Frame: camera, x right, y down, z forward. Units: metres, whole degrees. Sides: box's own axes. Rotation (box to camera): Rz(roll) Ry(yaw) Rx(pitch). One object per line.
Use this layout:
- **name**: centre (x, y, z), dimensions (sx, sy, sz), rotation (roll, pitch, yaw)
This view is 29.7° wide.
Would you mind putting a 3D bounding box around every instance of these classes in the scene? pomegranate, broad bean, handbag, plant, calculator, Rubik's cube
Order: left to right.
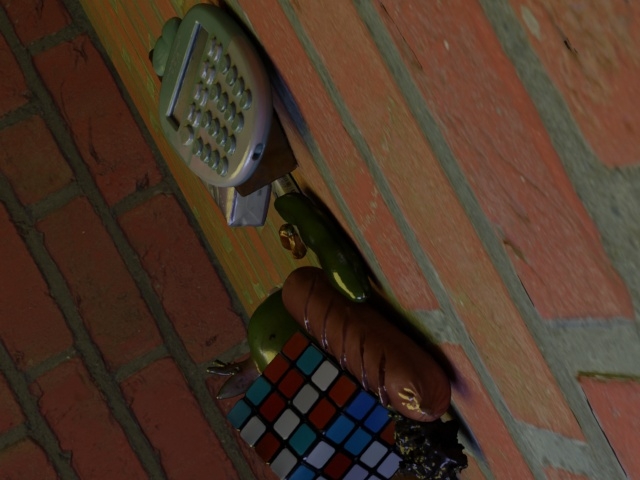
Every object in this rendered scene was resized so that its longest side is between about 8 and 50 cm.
- **calculator**: centre (-0.132, -0.178, 1.435), dimensions (0.295, 0.042, 0.184), rotation (52, 129, 46)
- **handbag**: centre (-0.121, -0.105, 1.727), dimensions (0.173, 0.095, 0.117), rotation (49, 132, 54)
- **pomegranate**: centre (-0.048, 0.166, 1.723), dimensions (0.181, 0.224, 0.181), rotation (57, 179, 2)
- **broad bean**: centre (0.000, -0.004, 1.480), dimensions (0.254, 0.046, 0.065), rotation (-130, 30, -48)
- **Rubik's cube**: centre (0.006, 0.234, 1.514), dimensions (0.154, 0.151, 0.155), rotation (41, 177, -41)
- **plant**: centre (0.111, 0.210, 1.390), dimensions (0.087, 0.085, 0.174), rotation (78, 170, -47)

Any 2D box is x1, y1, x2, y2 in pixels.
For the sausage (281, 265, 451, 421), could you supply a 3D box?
- **sausage**: centre (0.050, 0.116, 1.418), dimensions (0.088, 0.088, 0.433), rotation (66, 169, -24)

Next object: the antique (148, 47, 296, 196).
- **antique**: centre (-0.137, -0.179, 1.604), dimensions (0.310, 0.087, 0.093), rotation (50, 167, 50)

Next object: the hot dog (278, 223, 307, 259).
- **hot dog**: centre (-0.036, -0.001, 1.762), dimensions (0.049, 0.037, 0.122), rotation (49, 175, 7)

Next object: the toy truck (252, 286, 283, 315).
- **toy truck**: centre (-0.051, 0.124, 1.958), dimensions (0.098, 0.114, 0.227), rotation (61, 171, 4)

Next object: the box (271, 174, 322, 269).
- **box**: centre (-0.020, -0.020, 1.622), dimensions (0.167, 0.024, 0.090), rotation (58, 171, 21)

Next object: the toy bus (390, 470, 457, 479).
- **toy bus**: centre (0.102, 0.372, 1.686), dimensions (0.138, 0.167, 0.275), rotation (60, 167, 13)
